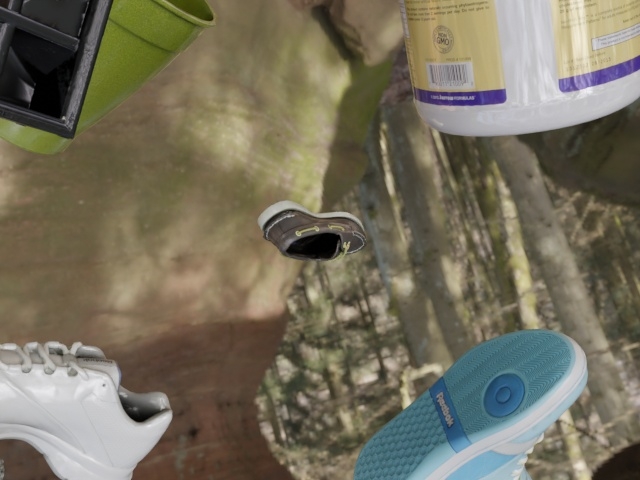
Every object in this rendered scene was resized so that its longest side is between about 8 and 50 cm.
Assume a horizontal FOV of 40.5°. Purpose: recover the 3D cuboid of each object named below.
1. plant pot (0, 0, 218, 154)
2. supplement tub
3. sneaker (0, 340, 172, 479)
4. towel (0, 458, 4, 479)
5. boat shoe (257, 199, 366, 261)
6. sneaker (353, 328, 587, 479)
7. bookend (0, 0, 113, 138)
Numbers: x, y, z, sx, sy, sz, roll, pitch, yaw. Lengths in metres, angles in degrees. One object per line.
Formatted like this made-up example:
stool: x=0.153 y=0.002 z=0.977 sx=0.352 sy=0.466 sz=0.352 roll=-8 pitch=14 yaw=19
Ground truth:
plant pot: x=-0.421 y=-0.343 z=1.412 sx=0.353 sy=0.366 sz=0.366 roll=-46 pitch=151 yaw=16
supplement tub: x=0.188 y=-0.289 z=0.848 sx=0.241 sy=0.331 sz=0.241 roll=-10 pitch=-161 yaw=3
sneaker: x=-0.279 y=0.144 z=0.867 sx=0.129 sy=0.111 sz=0.297 roll=-45 pitch=128 yaw=12
towel: x=-0.424 y=0.236 z=0.708 sx=0.312 sy=0.056 sz=0.324 roll=-2 pitch=180 yaw=-18
boat shoe: x=0.000 y=0.000 z=1.282 sx=0.081 sy=0.068 sz=0.228 roll=-44 pitch=150 yaw=25
sneaker: x=0.214 y=0.239 z=1.011 sx=0.208 sy=0.127 sz=0.319 roll=34 pitch=121 yaw=-29
bookend: x=-0.242 y=-0.173 z=0.639 sx=0.072 sy=0.157 sz=0.156 roll=17 pitch=180 yaw=36
